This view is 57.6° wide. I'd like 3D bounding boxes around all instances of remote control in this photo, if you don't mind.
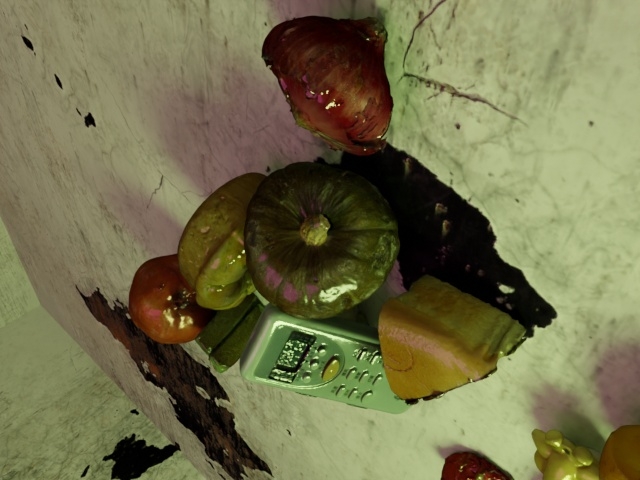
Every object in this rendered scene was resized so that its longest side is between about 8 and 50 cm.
[{"bbox_3d":[0.033,0.187,0.885,0.296,0.056,0.140,19,117,-19],"label":"remote control"}]

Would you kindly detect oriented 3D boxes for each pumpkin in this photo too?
[{"bbox_3d":[0.000,0.000,0.783,0.219,0.219,0.162,45,176,12],"label":"pumpkin"}]

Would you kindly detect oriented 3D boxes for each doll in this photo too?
[{"bbox_3d":[0.344,0.363,0.810,0.117,0.086,0.291,22,138,44],"label":"doll"}]

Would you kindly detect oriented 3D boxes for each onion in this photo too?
[{"bbox_3d":[0.023,-0.187,0.672,0.184,0.147,0.184,47,-170,-11],"label":"onion"}]

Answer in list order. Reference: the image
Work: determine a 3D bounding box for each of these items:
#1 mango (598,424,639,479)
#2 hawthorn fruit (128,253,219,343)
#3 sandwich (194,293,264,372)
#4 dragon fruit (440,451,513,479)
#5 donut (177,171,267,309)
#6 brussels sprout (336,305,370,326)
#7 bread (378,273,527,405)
[{"bbox_3d":[0.418,0.320,0.632,0.187,0.138,0.257,-12,116,48],"label":"mango"},{"bbox_3d":[-0.312,0.131,1.266,0.211,0.211,0.299,60,166,-11],"label":"hawthorn fruit"},{"bbox_3d":[-0.199,0.197,1.226,0.109,0.185,0.160,45,138,-2],"label":"sandwich"},{"bbox_3d":[0.263,0.421,0.970,0.162,0.083,0.106,34,140,30],"label":"dragon fruit"},{"bbox_3d":[-0.136,0.007,0.966,0.128,0.208,0.261,46,141,12],"label":"donut"},{"bbox_3d":[0.016,0.170,0.991,0.183,0.145,0.131,-54,40,19],"label":"brussels sprout"},{"bbox_3d":[0.174,0.159,0.792,0.169,0.140,0.160,27,133,33],"label":"bread"}]
